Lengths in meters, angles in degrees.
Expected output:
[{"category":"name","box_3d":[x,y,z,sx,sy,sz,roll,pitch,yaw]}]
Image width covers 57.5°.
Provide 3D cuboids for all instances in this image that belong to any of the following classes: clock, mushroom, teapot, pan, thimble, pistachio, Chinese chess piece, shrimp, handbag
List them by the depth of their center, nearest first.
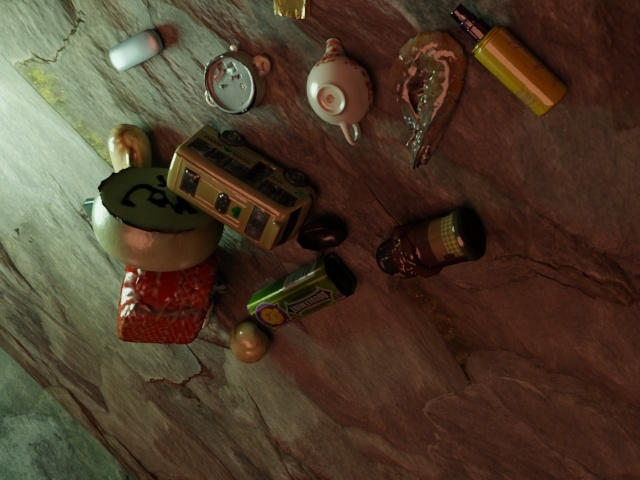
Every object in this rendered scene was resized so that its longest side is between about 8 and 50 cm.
[{"category":"shrimp","box_3d":[0.220,-0.305,1.294,0.164,0.062,0.316,22,124,19]},{"category":"handbag","box_3d":[-0.065,-0.533,1.311,0.083,0.027,0.061,15,127,22]},{"category":"teapot","box_3d":[0.047,-0.330,1.347,0.159,0.116,0.245,-4,125,17]},{"category":"clock","box_3d":[-0.217,-0.395,1.460,0.229,0.063,0.155,-20,111,35]},{"category":"Chinese chess piece","box_3d":[-0.437,-0.068,1.594,0.350,0.349,0.146,25,125,11]},{"category":"pan","box_3d":[-0.015,-0.002,1.604,0.129,0.048,0.202,11,148,-26]},{"category":"pistachio","box_3d":[-0.554,-0.251,1.707,0.145,0.117,0.200,54,153,36]},{"category":"thimble","box_3d":[-0.459,0.143,1.728,0.231,0.350,0.350,11,135,-23]},{"category":"mushroom","box_3d":[-0.236,0.335,1.923,0.148,0.112,0.148,13,123,20]}]

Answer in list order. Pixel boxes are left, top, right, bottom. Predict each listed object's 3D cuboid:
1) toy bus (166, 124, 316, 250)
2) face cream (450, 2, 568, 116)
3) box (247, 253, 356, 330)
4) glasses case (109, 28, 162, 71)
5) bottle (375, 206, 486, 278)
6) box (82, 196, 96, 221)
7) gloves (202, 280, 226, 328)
[{"category":"toy bus","box_3d":[-0.208,-0.132,1.540,0.366,0.202,0.176,31,129,5]},{"category":"face cream","box_3d":[0.367,-0.366,1.161,0.273,0.078,0.078,42,130,-3]},{"category":"box","box_3d":[-0.060,0.162,1.718,0.346,0.097,0.134,-29,116,37]},{"category":"glasses case","box_3d":[-0.489,-0.502,1.543,0.179,0.045,0.067,-12,115,32]},{"category":"bottle","box_3d":[0.255,0.015,1.432,0.271,0.143,0.156,-20,109,37]},{"category":"box","box_3d":[-0.732,-0.102,1.946,0.126,0.031,0.091,-3,119,28]},{"category":"gloves","box_3d":[-0.375,0.203,1.912,0.097,0.119,0.229,12,134,-27]}]
